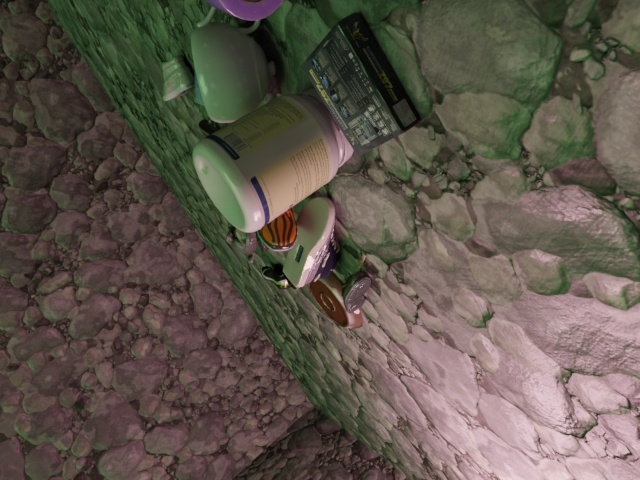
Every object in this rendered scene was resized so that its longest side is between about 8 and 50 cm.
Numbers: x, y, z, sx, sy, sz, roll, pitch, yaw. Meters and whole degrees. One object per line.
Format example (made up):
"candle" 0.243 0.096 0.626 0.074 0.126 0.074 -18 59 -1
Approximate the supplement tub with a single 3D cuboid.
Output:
"supplement tub" -0.104 -0.195 1.055 0.235 0.324 0.235 43 155 25

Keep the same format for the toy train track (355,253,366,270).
"toy train track" 0.131 0.063 1.382 0.048 0.014 0.083 52 153 23

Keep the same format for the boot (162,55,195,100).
"boot" -0.541 -0.602 1.667 0.258 0.095 0.124 2 120 52

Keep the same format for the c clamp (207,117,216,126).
"c clamp" -0.376 -0.445 1.547 0.160 0.022 0.137 -172 80 -73

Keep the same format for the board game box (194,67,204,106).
"board game box" -0.334 -0.479 1.386 0.281 0.027 0.145 36 129 50

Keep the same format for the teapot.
"teapot" -0.206 -0.428 1.125 0.256 0.186 0.253 100 160 -82

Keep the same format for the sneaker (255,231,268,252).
"sneaker" -0.192 -0.046 1.743 0.286 0.130 0.109 -120 13 -60

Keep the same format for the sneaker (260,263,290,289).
"sneaker" -0.203 0.147 2.118 0.234 0.084 0.097 25 121 48

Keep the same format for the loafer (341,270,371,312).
"loafer" 0.100 0.160 1.484 0.084 0.096 0.268 54 163 24

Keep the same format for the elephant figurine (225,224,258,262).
"elephant figurine" -0.303 -0.048 1.923 0.186 0.170 0.239 30 147 -18

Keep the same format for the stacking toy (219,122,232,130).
"stacking toy" -0.269 -0.365 1.396 0.309 0.130 0.280 8 131 60

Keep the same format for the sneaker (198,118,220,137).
"sneaker" -0.394 -0.390 1.721 0.188 0.066 0.071 50 175 23

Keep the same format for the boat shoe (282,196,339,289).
"boat shoe" 0.000 0.000 1.434 0.127 0.158 0.341 48 130 29

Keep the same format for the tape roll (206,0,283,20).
"tape roll" -0.146 -0.523 0.842 0.080 0.189 0.189 38 153 35

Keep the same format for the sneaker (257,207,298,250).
"sneaker" -0.134 -0.131 1.337 0.180 0.124 0.321 97 165 -49

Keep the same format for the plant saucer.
"plant saucer" 0.043 0.229 1.755 0.310 0.050 0.311 42 154 26

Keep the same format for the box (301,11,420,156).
"box" 0.074 -0.299 0.901 0.233 0.059 0.183 57 158 -9
